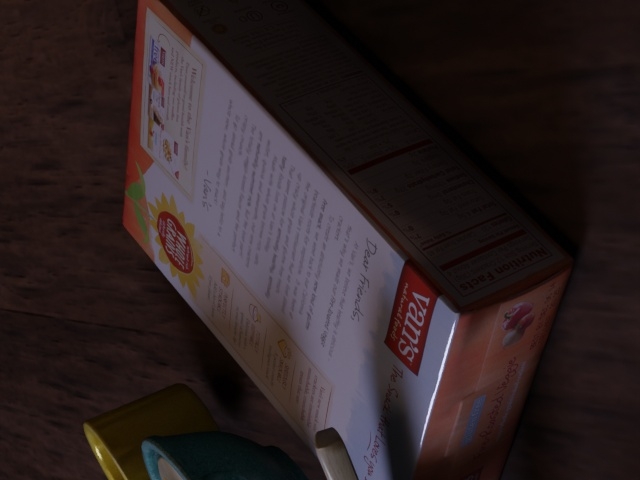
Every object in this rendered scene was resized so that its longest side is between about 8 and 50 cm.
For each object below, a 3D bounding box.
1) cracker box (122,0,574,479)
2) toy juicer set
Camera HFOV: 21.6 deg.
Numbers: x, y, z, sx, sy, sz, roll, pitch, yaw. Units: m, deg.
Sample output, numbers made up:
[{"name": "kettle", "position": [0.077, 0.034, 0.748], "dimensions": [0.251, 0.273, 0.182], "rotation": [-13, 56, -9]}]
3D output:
[{"name": "cracker box", "position": [0.000, 0.000, 0.750], "dimensions": [0.232, 0.067, 0.156], "rotation": [48, 145, 31]}, {"name": "toy juicer set", "position": [-0.025, 0.181, 0.813], "dimensions": [0.209, 0.089, 0.329], "rotation": [62, 162, -8]}]
